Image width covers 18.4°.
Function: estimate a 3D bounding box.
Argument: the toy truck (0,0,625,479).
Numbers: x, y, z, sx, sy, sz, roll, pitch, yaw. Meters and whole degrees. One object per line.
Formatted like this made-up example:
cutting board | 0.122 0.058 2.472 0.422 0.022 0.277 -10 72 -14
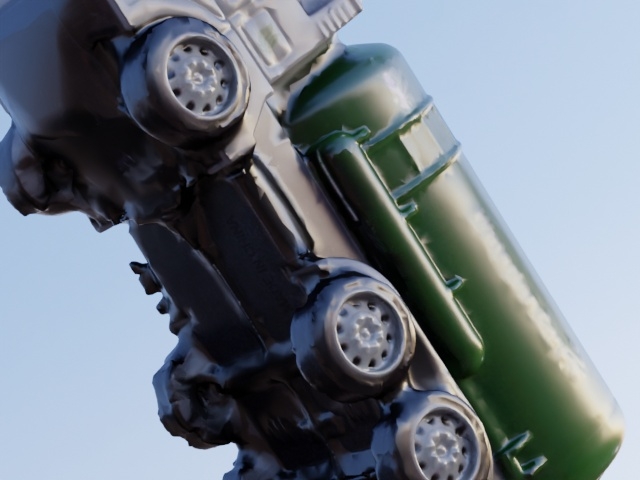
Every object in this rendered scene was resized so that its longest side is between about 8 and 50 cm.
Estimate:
toy truck | 0.000 0.000 0.634 0.125 0.242 0.101 -39 10 -37
